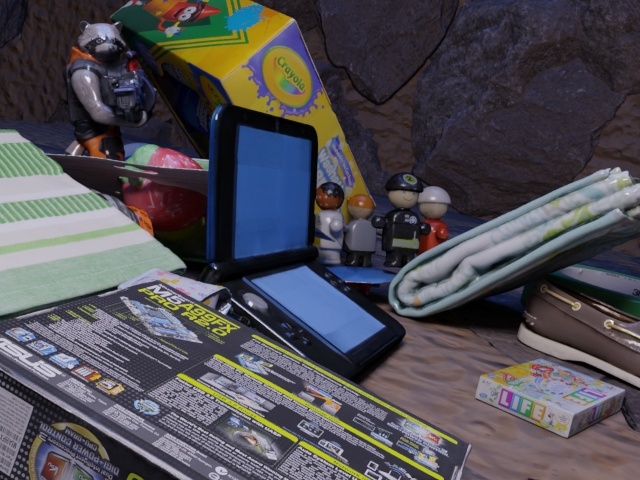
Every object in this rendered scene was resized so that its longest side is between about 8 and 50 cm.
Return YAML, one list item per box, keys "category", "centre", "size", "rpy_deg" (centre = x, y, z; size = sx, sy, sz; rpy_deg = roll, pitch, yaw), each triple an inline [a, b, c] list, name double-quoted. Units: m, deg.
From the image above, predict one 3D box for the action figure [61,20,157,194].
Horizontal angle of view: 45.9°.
- category: "action figure"
  centre: [-0.363, -0.191, 1.220]
  size: [0.178, 0.330, 0.341]
  rpy_deg: [4, 6, -9]

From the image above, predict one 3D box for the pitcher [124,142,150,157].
- category: "pitcher"
  centre: [-0.351, -0.119, 1.581]
  size: [0.207, 0.125, 0.178]
  rpy_deg: [26, 27, 17]

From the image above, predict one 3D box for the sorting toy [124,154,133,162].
- category: "sorting toy"
  centre: [-0.296, -0.080, 1.427]
  size: [0.348, 0.047, 0.196]
  rpy_deg: [23, 43, 37]

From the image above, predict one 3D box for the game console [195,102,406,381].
- category: "game console"
  centre: [0.000, 0.000, 0.829]
  size: [0.250, 0.173, 0.293]
  rpy_deg: [36, 14, 14]

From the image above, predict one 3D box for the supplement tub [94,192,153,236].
- category: "supplement tub"
  centre: [-0.299, 0.000, 0.875]
  size: [0.190, 0.117, 0.117]
  rpy_deg: [3, 12, -42]

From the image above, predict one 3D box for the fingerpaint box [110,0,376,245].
- category: "fingerpaint box"
  centre: [-0.132, -0.223, 1.369]
  size: [0.371, 0.163, 0.445]
  rpy_deg: [35, -17, 40]

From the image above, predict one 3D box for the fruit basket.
- category: "fruit basket"
  centre: [-0.174, -0.067, 1.051]
  size: [0.327, 0.165, 0.353]
  rpy_deg: [7, -15, 19]

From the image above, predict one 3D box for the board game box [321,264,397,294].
- category: "board game box"
  centre: [0.034, 0.065, 1.147]
  size: [0.169, 0.033, 0.133]
  rpy_deg: [3, 7, 6]

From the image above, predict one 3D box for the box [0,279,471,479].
- category: "box"
  centre: [-0.053, 0.120, 0.460]
  size: [0.270, 0.060, 0.216]
  rpy_deg: [26, 12, 13]

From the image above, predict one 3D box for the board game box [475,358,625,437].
- category: "board game box"
  centre: [0.250, 0.165, 0.815]
  size: [0.103, 0.026, 0.154]
  rpy_deg: [19, 12, 38]

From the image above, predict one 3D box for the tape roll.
- category: "tape roll"
  centre: [0.522, 0.111, 1.329]
  size: [0.321, 0.077, 0.321]
  rpy_deg: [11, 9, -2]

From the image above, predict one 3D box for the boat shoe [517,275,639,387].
- category: "boat shoe"
  centre: [0.421, 0.134, 0.995]
  size: [0.324, 0.096, 0.116]
  rpy_deg: [19, 12, 38]

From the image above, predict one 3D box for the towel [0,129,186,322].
- category: "towel"
  centre: [-0.310, -0.023, 0.705]
  size: [0.325, 0.038, 0.248]
  rpy_deg: [33, 26, 28]

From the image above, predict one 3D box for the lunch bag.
- category: "lunch bag"
  centre: [-0.123, 0.057, 0.644]
  size: [0.071, 0.053, 0.083]
  rpy_deg: [15, 20, 15]

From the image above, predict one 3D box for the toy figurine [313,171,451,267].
- category: "toy figurine"
  centre: [0.099, -0.029, 1.249]
  size: [0.209, 0.148, 0.213]
  rpy_deg: [2, -2, 30]

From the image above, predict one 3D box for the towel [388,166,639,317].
- category: "towel"
  centre: [0.321, 0.013, 1.127]
  size: [0.374, 0.090, 0.320]
  rpy_deg: [-27, -15, 29]
